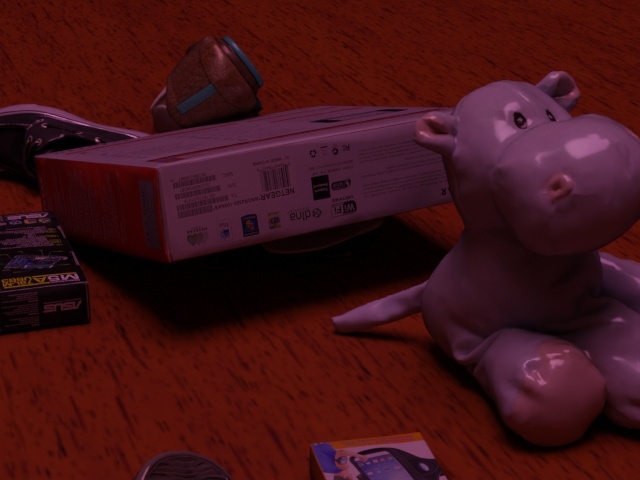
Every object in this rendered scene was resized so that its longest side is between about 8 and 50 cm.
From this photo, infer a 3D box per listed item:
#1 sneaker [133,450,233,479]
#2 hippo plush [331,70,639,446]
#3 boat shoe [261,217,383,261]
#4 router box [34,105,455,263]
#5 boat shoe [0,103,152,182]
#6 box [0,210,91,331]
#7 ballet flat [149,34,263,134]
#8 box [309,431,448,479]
[{"bbox_3d":[-0.081,0.233,0.763,0.083,0.118,0.222,14,47,-17],"label":"sneaker"},{"bbox_3d":[0.184,-0.009,1.131,0.234,0.236,0.294,-13,26,-30],"label":"hippo plush"},{"bbox_3d":[0.001,0.001,1.367,0.133,0.042,0.049,-15,45,-34],"label":"boat shoe"},{"bbox_3d":[-0.057,-0.063,1.375,0.335,0.082,0.301,-13,11,-28],"label":"router box"},{"bbox_3d":[-0.274,-0.087,1.545,0.228,0.080,0.076,13,23,11],"label":"boat shoe"},{"bbox_3d":[-0.312,0.030,1.288,0.191,0.045,0.184,-7,25,-19],"label":"box"},{"bbox_3d":[-0.133,-0.158,1.644,0.124,0.116,0.342,-37,7,-1],"label":"ballet flat"},{"bbox_3d":[0.046,0.172,0.961,0.081,0.028,0.136,-5,21,-13],"label":"box"}]
